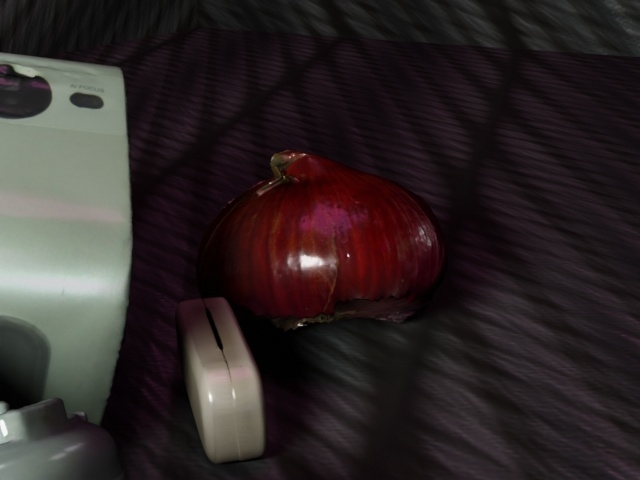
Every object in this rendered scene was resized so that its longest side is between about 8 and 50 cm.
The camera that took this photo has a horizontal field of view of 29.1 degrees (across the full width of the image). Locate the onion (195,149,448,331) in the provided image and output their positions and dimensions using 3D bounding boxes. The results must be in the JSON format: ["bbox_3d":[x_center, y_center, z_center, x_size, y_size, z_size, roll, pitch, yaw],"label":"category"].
[{"bbox_3d":[0.004,0.011,1.129,0.248,0.161,0.248,15,-4,1],"label":"onion"}]

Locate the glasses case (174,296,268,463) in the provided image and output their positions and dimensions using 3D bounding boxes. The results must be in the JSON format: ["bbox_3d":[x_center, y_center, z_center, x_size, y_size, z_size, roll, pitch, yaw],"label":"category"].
[{"bbox_3d":[-0.081,0.107,0.979,0.050,0.083,0.196,-6,19,-12],"label":"glasses case"}]

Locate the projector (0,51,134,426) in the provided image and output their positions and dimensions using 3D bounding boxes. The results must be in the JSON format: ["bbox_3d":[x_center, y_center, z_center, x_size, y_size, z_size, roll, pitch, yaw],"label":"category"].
[{"bbox_3d":[-0.278,0.007,0.902,0.249,0.248,0.248,5,45,-16],"label":"projector"}]

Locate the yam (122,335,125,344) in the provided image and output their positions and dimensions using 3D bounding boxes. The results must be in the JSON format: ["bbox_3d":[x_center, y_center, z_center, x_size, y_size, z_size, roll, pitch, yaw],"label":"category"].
[{"bbox_3d":[-0.339,0.108,1.017,0.372,0.083,0.083,-14,20,-29],"label":"yam"}]

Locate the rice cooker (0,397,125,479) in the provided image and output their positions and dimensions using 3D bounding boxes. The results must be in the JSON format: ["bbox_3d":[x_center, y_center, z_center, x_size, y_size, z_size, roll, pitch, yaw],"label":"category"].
[{"bbox_3d":[-0.170,0.191,0.483,0.281,0.226,0.241,-10,-3,-43],"label":"rice cooker"}]
